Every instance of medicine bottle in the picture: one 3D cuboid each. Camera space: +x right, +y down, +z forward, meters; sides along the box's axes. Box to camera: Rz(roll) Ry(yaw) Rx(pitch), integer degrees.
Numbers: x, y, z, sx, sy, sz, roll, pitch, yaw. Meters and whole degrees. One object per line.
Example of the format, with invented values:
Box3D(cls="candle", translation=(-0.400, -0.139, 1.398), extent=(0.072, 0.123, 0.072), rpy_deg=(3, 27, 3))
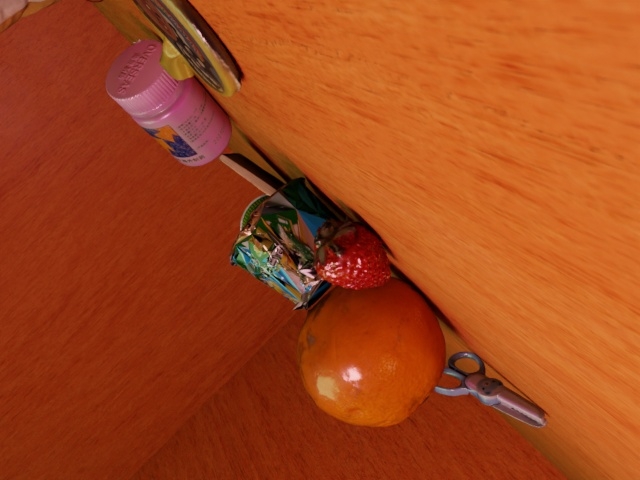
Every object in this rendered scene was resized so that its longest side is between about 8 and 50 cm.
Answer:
Box3D(cls="medicine bottle", translation=(-0.357, -0.323, 1.418), extent=(0.178, 0.178, 0.291), rpy_deg=(44, 179, 32))

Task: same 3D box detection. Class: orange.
Box3D(cls="orange", translation=(0.101, 0.222, 1.187), extent=(0.312, 0.312, 0.312), rpy_deg=(45, 178, 2))

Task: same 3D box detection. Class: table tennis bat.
Box3D(cls="table tennis bat", translation=(-0.207, -0.287, 0.839), extent=(0.224, 0.054, 0.368), rpy_deg=(47, 174, -14))

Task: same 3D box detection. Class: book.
Box3D(cls="book", translation=(-0.167, -0.179, 1.631), extent=(0.215, 0.025, 0.283), rpy_deg=(35, -171, -3))

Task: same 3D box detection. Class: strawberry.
Box3D(cls="strawberry", translation=(0.051, 0.030, 1.009), extent=(0.131, 0.131, 0.148), rpy_deg=(43, 169, 47))

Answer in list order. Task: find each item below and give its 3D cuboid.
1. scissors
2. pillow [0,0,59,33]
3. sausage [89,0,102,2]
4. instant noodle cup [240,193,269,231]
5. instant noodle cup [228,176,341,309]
Box3D(cls="scissors", translation=(0.335, 0.299, 1.166), extent=(0.256, 0.125, 0.030), rpy_deg=(23, 136, 53))
Box3D(cls="pillow", translation=(-0.539, -0.448, 0.928), extent=(0.310, 0.312, 0.119), rpy_deg=(45, 156, 10))
Box3D(cls="sausage", translation=(-0.532, -0.578, 1.168), extent=(0.089, 0.083, 0.300), rpy_deg=(32, 175, 18))
Box3D(cls="instant noodle cup", translation=(-0.107, -0.011, 1.643), extent=(0.207, 0.207, 0.232), rpy_deg=(46, 178, -23))
Box3D(cls="instant noodle cup", translation=(-0.042, 0.016, 1.177), extent=(0.178, 0.240, 0.240), rpy_deg=(39, 177, 10))
